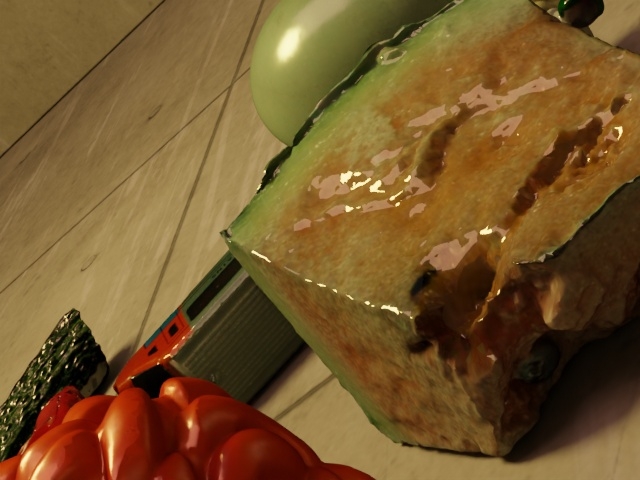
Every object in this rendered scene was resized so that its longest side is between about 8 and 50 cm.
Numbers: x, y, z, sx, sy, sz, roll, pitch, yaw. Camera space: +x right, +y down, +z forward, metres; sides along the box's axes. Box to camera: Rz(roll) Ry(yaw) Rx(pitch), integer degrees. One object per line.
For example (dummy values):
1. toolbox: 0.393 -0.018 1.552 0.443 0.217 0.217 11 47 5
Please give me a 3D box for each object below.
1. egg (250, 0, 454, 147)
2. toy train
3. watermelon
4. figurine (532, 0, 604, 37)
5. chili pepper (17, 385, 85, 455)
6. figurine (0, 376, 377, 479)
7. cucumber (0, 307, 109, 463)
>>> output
1. egg: 0.042 -0.169 1.455 0.231 0.168 0.168 -38 19 17
2. toy train: 0.000 0.000 1.322 0.409 0.086 0.089 -47 19 0
3. watermelon: 0.109 0.001 1.003 0.264 0.151 0.302 -46 34 -5
4. figurine: 0.156 -0.115 1.189 0.147 0.093 0.197 -53 15 21
5. chili pepper: -0.211 0.213 1.325 0.110 0.110 0.387 -45 14 9
6. figurine: -0.121 0.276 0.834 0.411 0.241 0.306 -62 -10 11
7. cucumber: -0.290 0.187 1.626 0.077 0.077 0.265 -24 27 52
